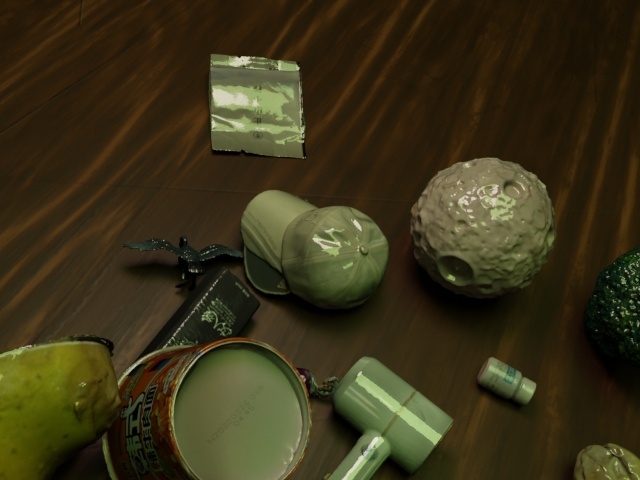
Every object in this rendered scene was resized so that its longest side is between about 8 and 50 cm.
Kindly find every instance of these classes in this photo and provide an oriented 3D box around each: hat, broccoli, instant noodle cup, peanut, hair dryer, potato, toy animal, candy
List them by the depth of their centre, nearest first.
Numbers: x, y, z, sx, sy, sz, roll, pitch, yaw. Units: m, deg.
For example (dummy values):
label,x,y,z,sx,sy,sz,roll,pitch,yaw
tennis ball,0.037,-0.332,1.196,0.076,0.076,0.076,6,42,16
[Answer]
label,x,y,z,sx,sy,sz,roll,pitch,yaw
potato,-0.410,0.321,0.835,0.398,0.290,0.295,-13,69,-25
instant noodle cup,-0.141,0.245,0.935,0.251,0.192,0.250,12,66,-29
hair dryer,0.029,0.341,1.027,0.173,0.107,0.357,36,59,18
peanut,0.474,0.431,1.035,0.130,0.130,0.290,-10,44,-21
candy,-0.059,0.223,1.121,0.175,0.045,0.043,7,37,-9
toy animal,-0.228,0.031,1.217,0.220,0.062,0.107,8,48,-25
broccoli,0.628,0.135,1.244,0.297,0.297,0.297,45,52,-6
hat,-0.007,-0.003,1.246,0.275,0.161,0.232,37,49,20

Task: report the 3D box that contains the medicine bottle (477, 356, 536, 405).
label,x,y,z,sx,sy,sz,roll,pitch,yaw
medicine bottle,0.316,0.240,1.197,0.089,0.052,0.052,29,51,8

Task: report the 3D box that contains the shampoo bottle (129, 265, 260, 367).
label,x,y,z,sx,sy,sz,roll,pitch,yaw
shampoo bottle,-0.212,0.178,1.087,0.098,0.071,0.309,52,49,-20

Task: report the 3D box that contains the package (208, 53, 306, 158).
label,x,y,z,sx,sy,sz,roll,pitch,yaw
package,-0.134,-0.283,1.502,0.204,0.062,0.250,2,65,-13

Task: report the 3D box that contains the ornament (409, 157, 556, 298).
label,x,y,z,sx,sy,sz,roll,pitch,yaw
ornament,0.284,-0.016,1.265,0.260,0.259,0.225,30,50,10
